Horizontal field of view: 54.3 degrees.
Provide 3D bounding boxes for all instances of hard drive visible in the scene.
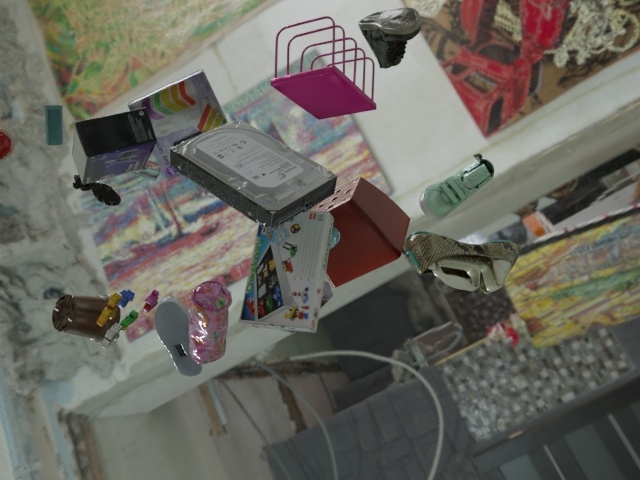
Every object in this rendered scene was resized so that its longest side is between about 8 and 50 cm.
[{"bbox_3d":[-0.160,-0.168,1.491,0.339,0.237,0.064,34,135,25],"label":"hard drive"}]

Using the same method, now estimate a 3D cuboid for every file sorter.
[{"bbox_3d":[0.017,-0.501,1.828,0.291,0.202,0.182,20,-111,-61],"label":"file sorter"}]

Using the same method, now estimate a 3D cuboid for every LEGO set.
[{"bbox_3d":[-0.533,0.180,1.698,0.087,0.093,0.227,33,-145,5],"label":"LEGO set"}]

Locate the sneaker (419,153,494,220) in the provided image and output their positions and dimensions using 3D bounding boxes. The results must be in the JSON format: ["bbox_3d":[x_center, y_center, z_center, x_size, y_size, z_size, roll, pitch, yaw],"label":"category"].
[{"bbox_3d":[0.376,-0.152,1.696,0.094,0.151,0.256,52,-132,2],"label":"sneaker"}]

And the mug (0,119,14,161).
[{"bbox_3d":[-0.900,-0.292,1.676,0.169,0.113,0.150,32,146,46],"label":"mug"}]

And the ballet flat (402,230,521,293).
[{"bbox_3d":[0.475,0.085,1.985,0.483,0.164,0.182,7,-133,-31],"label":"ballet flat"}]

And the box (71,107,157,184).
[{"bbox_3d":[-0.562,-0.250,1.685,0.261,0.184,0.103,-25,82,65],"label":"box"}]

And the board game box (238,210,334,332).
[{"bbox_3d":[-0.083,0.072,1.569,0.053,0.193,0.305,47,-131,-61],"label":"board game box"}]

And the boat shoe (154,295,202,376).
[{"bbox_3d":[-0.499,0.317,2.274,0.156,0.136,0.367,-93,-9,-54],"label":"boat shoe"}]

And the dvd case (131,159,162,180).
[{"bbox_3d":[-0.558,-0.231,2.007,0.087,0.013,0.119,17,-155,-10],"label":"dvd case"}]

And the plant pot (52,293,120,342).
[{"bbox_3d":[-0.791,0.252,2.088,0.165,0.167,0.167,21,-142,-53],"label":"plant pot"}]

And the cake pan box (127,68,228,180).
[{"bbox_3d":[-0.403,-0.338,1.858,0.070,0.246,0.267,-121,8,-64],"label":"cake pan box"}]

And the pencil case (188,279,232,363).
[{"bbox_3d":[-0.324,0.244,1.827,0.284,0.124,0.124,103,154,-45],"label":"pencil case"}]

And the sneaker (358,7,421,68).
[{"bbox_3d":[0.172,-0.440,1.374,0.118,0.083,0.222,59,173,-28],"label":"sneaker"}]

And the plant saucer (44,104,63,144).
[{"bbox_3d":[-1.048,-0.450,2.456,0.018,0.067,0.192,61,146,34],"label":"plant saucer"}]

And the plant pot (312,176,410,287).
[{"bbox_3d":[0.109,-0.048,2.063,0.236,0.267,0.267,53,-150,-17],"label":"plant pot"}]

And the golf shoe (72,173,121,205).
[{"bbox_3d":[-0.829,-0.198,2.351,0.198,0.077,0.094,30,-164,2],"label":"golf shoe"}]

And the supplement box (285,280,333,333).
[{"bbox_3d":[-0.080,0.235,2.291,0.130,0.239,0.073,22,-146,-33],"label":"supplement box"}]

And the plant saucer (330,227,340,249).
[{"bbox_3d":[0.000,0.000,1.847,0.119,0.119,0.021,-107,5,-50],"label":"plant saucer"}]
